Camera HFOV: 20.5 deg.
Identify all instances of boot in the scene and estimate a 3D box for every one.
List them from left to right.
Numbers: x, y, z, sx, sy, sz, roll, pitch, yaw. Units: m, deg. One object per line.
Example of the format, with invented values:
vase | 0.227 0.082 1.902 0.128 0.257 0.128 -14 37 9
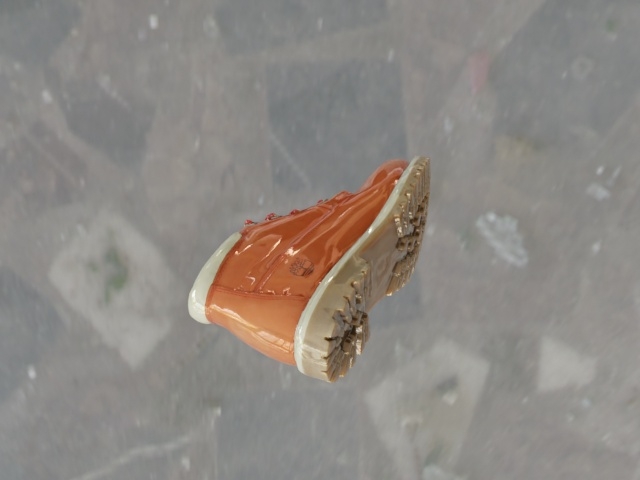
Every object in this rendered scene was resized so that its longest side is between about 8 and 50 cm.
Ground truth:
boot | 0.000 0.000 0.848 0.085 0.059 0.158 15 36 21
